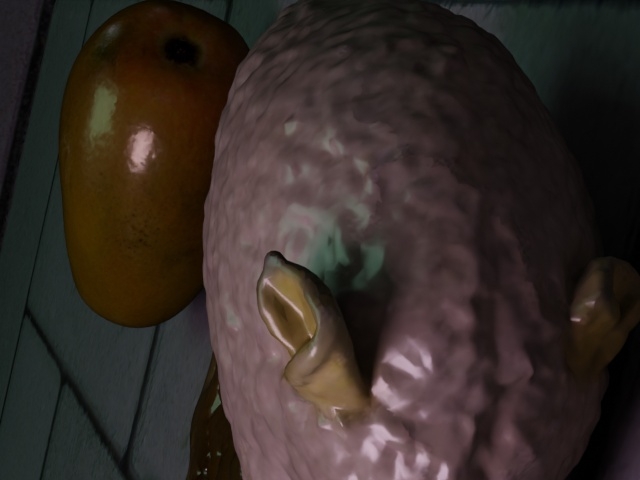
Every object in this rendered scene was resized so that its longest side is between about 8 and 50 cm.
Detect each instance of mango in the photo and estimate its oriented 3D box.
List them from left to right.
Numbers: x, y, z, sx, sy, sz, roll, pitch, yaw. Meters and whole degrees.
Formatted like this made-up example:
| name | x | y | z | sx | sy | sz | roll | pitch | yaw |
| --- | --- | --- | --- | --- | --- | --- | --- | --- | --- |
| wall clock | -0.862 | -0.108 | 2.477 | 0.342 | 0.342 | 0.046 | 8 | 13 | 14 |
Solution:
| name | x | y | z | sx | sy | sz | roll | pitch | yaw |
| --- | --- | --- | --- | --- | --- | --- | --- | --- | --- |
| mango | -0.149 | -0.057 | 1.549 | 0.211 | 0.173 | 0.317 | -104 | 24 | -56 |

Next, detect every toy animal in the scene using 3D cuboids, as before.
| name | x | y | z | sx | sy | sz | roll | pitch | yaw |
| --- | --- | --- | --- | --- | --- | --- | --- | --- | --- |
| toy animal | 0.040 | 0.013 | 0.821 | 0.226 | 0.188 | 0.358 | 116 | 147 | -60 |

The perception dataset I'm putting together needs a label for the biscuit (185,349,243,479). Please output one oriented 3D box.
| name | x | y | z | sx | sy | sz | roll | pitch | yaw |
| --- | --- | --- | --- | --- | --- | --- | --- | --- | --- |
| biscuit | -0.063 | 0.151 | 1.337 | 0.217 | 0.044 | 0.325 | -165 | 87 | -72 |
